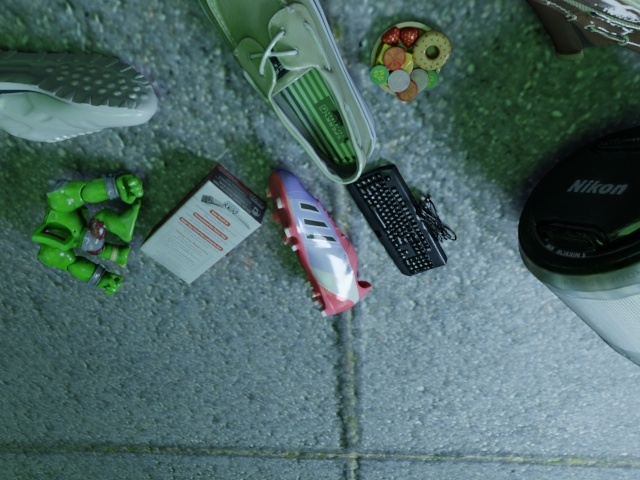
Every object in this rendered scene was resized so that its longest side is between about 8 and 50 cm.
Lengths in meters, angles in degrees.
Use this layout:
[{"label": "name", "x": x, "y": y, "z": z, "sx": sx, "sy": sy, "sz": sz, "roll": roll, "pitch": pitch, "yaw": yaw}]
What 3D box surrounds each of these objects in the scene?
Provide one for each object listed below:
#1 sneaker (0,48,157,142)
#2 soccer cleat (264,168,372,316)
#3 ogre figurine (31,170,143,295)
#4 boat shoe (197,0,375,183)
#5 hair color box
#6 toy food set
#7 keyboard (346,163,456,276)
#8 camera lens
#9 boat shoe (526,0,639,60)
[{"label": "sneaker", "x": -0.307, "y": -0.163, "z": 0.532, "sx": 0.235, "sy": 0.090, "sz": 0.094, "roll": 8, "pitch": 140, "yaw": 3}, {"label": "soccer cleat", "x": 0.000, "y": 0.000, "z": 0.635, "sx": 0.095, "sy": 0.083, "sz": 0.247, "roll": -28, "pitch": 119, "yaw": -12}, {"label": "ogre figurine", "x": -0.326, "y": -0.015, "z": 0.628, "sx": 0.118, "sy": 0.096, "sz": 0.197, "roll": 15, "pitch": 139, "yaw": -21}, {"label": "boat shoe", "x": -0.029, "y": -0.192, "z": 0.471, "sx": 0.109, "sy": 0.094, "sz": 0.302, "roll": -29, "pitch": 120, "yaw": 23}, {"label": "hair color box", "x": -0.168, "y": -0.019, "z": 0.638, "sx": 0.167, "sy": 0.053, "sz": 0.093, "roll": -35, "pitch": 116, "yaw": 28}, {"label": "toy food set", "x": 0.098, "y": -0.200, "z": 0.501, "sx": 0.084, "sy": 0.020, "sz": 0.082, "roll": 17, "pitch": 126, "yaw": -9}, {"label": "keyboard", "x": 0.122, "y": -0.021, "z": 0.624, "sx": 0.100, "sy": 0.038, "sz": 0.192, "roll": -25, "pitch": 122, "yaw": 21}, {"label": "camera lens", "x": 0.392, "y": 0.020, "z": 0.520, "sx": 0.274, "sy": 0.219, "sz": 0.219, "roll": 37, "pitch": 121, "yaw": -21}, {"label": "boat shoe", "x": 0.257, "y": -0.220, "z": 0.432, "sx": 0.258, "sy": 0.095, "sz": 0.095, "roll": 11, "pitch": 133, "yaw": -5}]
